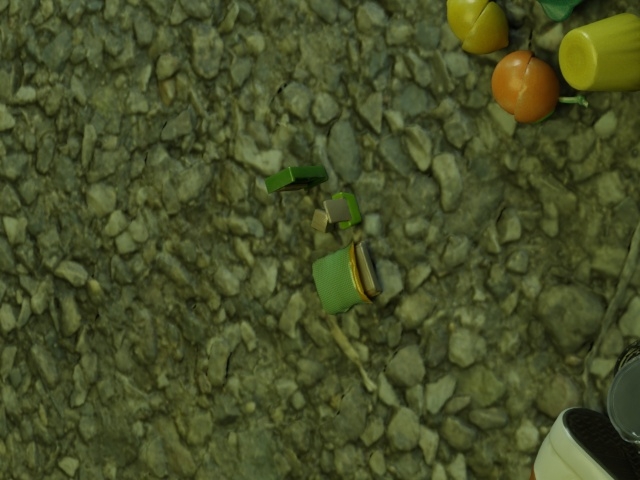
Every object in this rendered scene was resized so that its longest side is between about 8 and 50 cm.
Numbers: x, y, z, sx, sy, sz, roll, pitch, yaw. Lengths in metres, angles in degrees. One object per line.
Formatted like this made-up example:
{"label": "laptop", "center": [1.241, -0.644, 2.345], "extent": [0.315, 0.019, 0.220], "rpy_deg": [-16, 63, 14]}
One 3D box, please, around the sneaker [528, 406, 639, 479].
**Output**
{"label": "sneaker", "center": [0.289, 0.287, 1.746], "extent": [0.290, 0.106, 0.123], "rpy_deg": [52, 128, 35]}

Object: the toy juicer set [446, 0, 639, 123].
{"label": "toy juicer set", "center": [0.186, -0.263, 1.778], "extent": [0.209, 0.089, 0.329], "rpy_deg": [-33, 71, 58]}

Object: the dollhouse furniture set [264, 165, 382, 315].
{"label": "dollhouse furniture set", "center": [0.000, 0.000, 1.966], "extent": [0.076, 0.058, 0.152], "rpy_deg": [-24, 80, 39]}

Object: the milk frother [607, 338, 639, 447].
{"label": "milk frother", "center": [0.290, 0.132, 1.697], "extent": [0.143, 0.135, 0.129], "rpy_deg": [12, 72, 35]}
